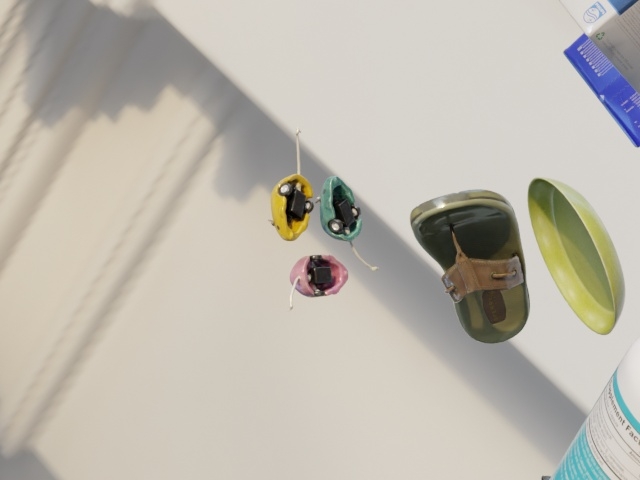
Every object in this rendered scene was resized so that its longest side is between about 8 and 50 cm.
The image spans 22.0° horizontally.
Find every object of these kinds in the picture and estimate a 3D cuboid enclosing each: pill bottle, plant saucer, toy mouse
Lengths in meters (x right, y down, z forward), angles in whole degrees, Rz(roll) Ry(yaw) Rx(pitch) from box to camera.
[{"bbox_3d":[0.277,0.168,1.293,0.146,0.146,0.264,-22,-36,-49],"label":"pill bottle"},{"bbox_3d":[0.363,0.016,2.301,0.037,0.241,0.241,-24,-24,-11],"label":"plant saucer"},{"bbox_3d":[0.000,0.000,1.492,0.143,0.031,0.161,31,-119,-45],"label":"toy mouse"}]

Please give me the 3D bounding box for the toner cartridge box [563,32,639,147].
[{"bbox_3d":[0.443,-0.254,2.022,0.075,0.165,0.348,-34,-4,-25],"label":"toner cartridge box"}]

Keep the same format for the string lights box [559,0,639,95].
[{"bbox_3d":[0.352,-0.256,1.478,0.260,0.077,0.133,-40,-41,13],"label":"string lights box"}]

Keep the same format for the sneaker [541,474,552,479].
[{"bbox_3d":[0.154,0.308,1.544,0.286,0.130,0.109,-14,-41,-36],"label":"sneaker"}]

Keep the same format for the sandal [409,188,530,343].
[{"bbox_3d":[0.198,0.041,1.991,0.120,0.086,0.303,-19,-42,11],"label":"sandal"}]
